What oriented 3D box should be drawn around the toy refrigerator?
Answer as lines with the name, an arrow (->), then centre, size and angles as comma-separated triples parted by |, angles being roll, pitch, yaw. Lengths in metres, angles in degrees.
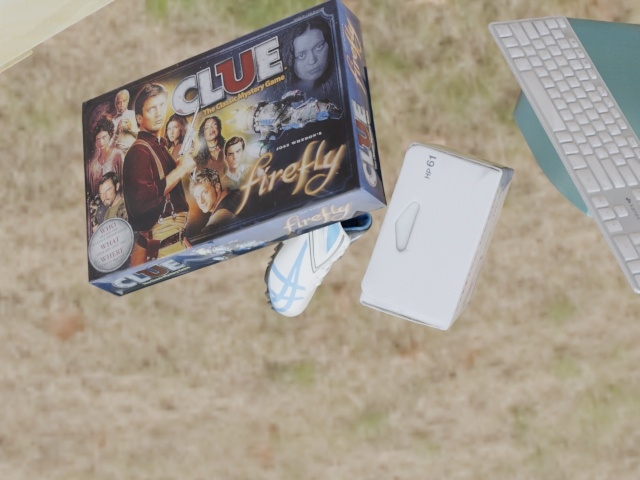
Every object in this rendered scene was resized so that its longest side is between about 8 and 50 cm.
toy refrigerator -> -0.327, -0.189, 1.197 | 0.269, 0.094, 0.102 | -34, -160, -18

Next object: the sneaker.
sneaker -> 0.000, 0.000, 1.310 | 0.086, 0.085, 0.237 | 22, 136, 4

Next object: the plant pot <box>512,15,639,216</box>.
plant pot -> 0.366, -0.142, 1.649 | 0.165, 0.234, 0.165 | 3, 132, -12

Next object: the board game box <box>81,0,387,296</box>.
board game box -> -0.075, -0.069, 1.011 | 0.243, 0.165, 0.042 | -19, 153, 24

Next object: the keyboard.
keyboard -> 0.205, -0.072, 0.975 | 0.072, 0.256, 0.014 | -6, 147, -27

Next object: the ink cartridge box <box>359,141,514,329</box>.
ink cartridge box -> 0.066, -0.005, 0.715 | 0.052, 0.089, 0.122 | 19, -173, 11
